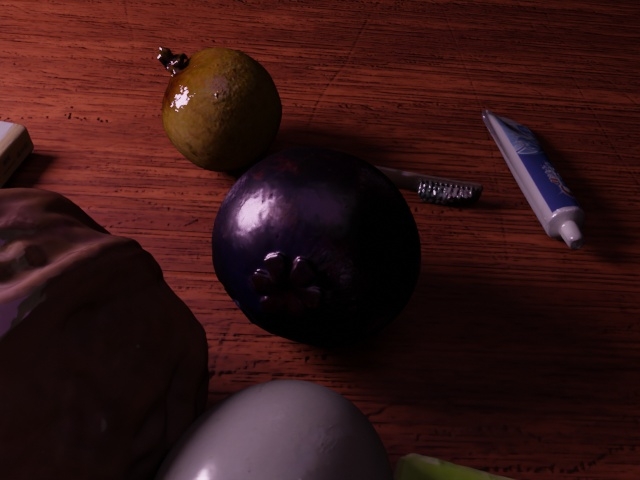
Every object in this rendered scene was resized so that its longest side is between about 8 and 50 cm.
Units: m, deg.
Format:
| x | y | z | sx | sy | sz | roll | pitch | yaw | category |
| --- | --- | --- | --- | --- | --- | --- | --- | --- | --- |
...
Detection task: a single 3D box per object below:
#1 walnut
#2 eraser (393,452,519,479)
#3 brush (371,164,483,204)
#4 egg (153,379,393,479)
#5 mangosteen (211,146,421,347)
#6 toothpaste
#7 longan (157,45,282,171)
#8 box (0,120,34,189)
| x | y | z | sx | sy | sz | roll | pitch | yaw | category |
| --- | --- | --- | --- | --- | --- | --- | --- | --- | --- |
| -0.213 | 0.091 | 0.445 | 0.273 | 0.227 | 0.273 | 5 | 39 | -4 | walnut |
| 0.118 | 0.291 | 0.384 | 0.209 | 0.092 | 0.274 | 12 | 44 | 5 | eraser |
| 0.104 | -0.068 | 0.782 | 0.190 | 0.034 | 0.028 | 11 | 61 | 3 | brush |
| -0.031 | 0.171 | 0.394 | 0.149 | 0.150 | 0.192 | 23 | 32 | 15 | egg |
| 0.000 | 0.000 | 0.609 | 0.194 | 0.194 | 0.230 | 12 | 19 | 5 | mangosteen |
| 0.277 | -0.085 | 0.813 | 0.069 | 0.047 | 0.268 | -10 | 42 | 1 | toothpaste |
| -0.127 | -0.163 | 0.755 | 0.145 | 0.176 | 0.154 | -53 | 22 | -2 | longan |
| -0.468 | -0.049 | 0.680 | 0.210 | 0.045 | 0.270 | 8 | 45 | 2 | box |
